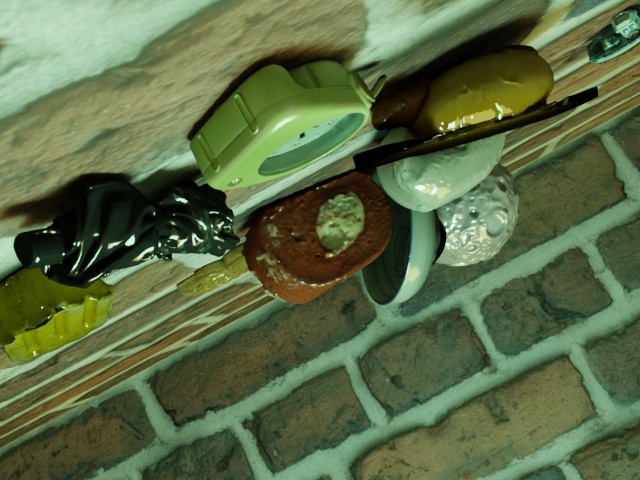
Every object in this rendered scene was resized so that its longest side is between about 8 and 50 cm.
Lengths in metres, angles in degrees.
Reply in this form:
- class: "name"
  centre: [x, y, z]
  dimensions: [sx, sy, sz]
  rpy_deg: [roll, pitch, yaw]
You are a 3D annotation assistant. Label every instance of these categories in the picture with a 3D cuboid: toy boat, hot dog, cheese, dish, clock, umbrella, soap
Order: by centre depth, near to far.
- class: "clock"
  centre: [-0.019, -0.135, 0.821]
  dimensions: [0.232, 0.069, 0.170]
  rpy_deg: [-21, 169, -45]
- class: "umbrella"
  centre: [-0.213, -0.014, 0.840]
  dimensions: [0.122, 0.110, 0.272]
  rpy_deg: [-33, 166, 38]
- class: "hot dog"
  centre: [0.202, -0.197, 1.006]
  dimensions: [0.326, 0.107, 0.194]
  rpy_deg: [-17, 179, -26]
- class: "soap"
  centre: [-0.375, 0.092, 1.029]
  dimensions: [0.160, 0.080, 0.257]
  rpy_deg: [-26, 172, -23]
- class: "cheese"
  centre: [0.179, -0.131, 1.187]
  dimensions: [0.198, 0.154, 0.189]
  rpy_deg: [-29, 170, -18]
- class: "toy boat"
  centre: [0.514, -0.356, 1.251]
  dimensions: [0.066, 0.059, 0.140]
  rpy_deg: [19, 141, -42]
- class: "dish"
  centre: [0.178, -0.013, 1.419]
  dimensions: [0.133, 0.273, 0.273]
  rpy_deg: [0, 163, -17]

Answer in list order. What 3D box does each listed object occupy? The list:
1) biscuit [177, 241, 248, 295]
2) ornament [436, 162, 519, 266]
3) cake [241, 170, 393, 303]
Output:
- class: "biscuit"
  centre: [-0.170, 0.048, 1.585]
  dimensions: [0.288, 0.044, 0.202]
  rpy_deg: [-30, 172, 3]
- class: "ornament"
  centre: [0.286, -0.076, 1.566]
  dimensions: [0.259, 0.259, 0.225]
  rpy_deg: [-31, 133, 24]
- class: "cake"
  centre: [0.000, 0.000, 1.348]
  dimensions: [0.283, 0.177, 0.151]
  rpy_deg: [-25, 172, -28]
